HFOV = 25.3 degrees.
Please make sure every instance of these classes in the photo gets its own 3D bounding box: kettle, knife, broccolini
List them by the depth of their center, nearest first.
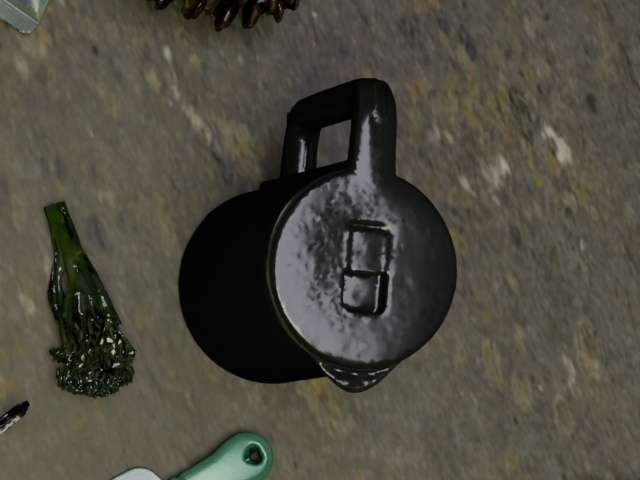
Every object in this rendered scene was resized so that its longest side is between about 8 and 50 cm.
[{"bbox_3d":[0.010,0.010,1.366,0.203,0.308,0.262,36,75,-11],"label":"kettle"},{"bbox_3d":[-0.232,0.059,1.425,0.068,0.091,0.202,18,59,-58],"label":"broccolini"},{"bbox_3d":[-0.170,0.255,1.429,0.260,0.034,0.063,-21,86,-15],"label":"knife"}]

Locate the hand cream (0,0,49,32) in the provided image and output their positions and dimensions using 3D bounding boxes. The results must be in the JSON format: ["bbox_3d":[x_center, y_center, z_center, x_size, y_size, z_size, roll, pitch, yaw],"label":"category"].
[{"bbox_3d":[-0.256,-0.381,1.461,0.124,0.078,0.340,34,80,-10],"label":"hand cream"}]

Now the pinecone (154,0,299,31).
[{"bbox_3d":[-0.100,-0.309,1.446,0.205,0.179,0.184,5,59,0],"label":"pinecone"}]

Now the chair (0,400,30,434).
[{"bbox_3d":[-0.388,0.183,1.343,0.212,0.084,0.101,-39,99,-17],"label":"chair"}]
